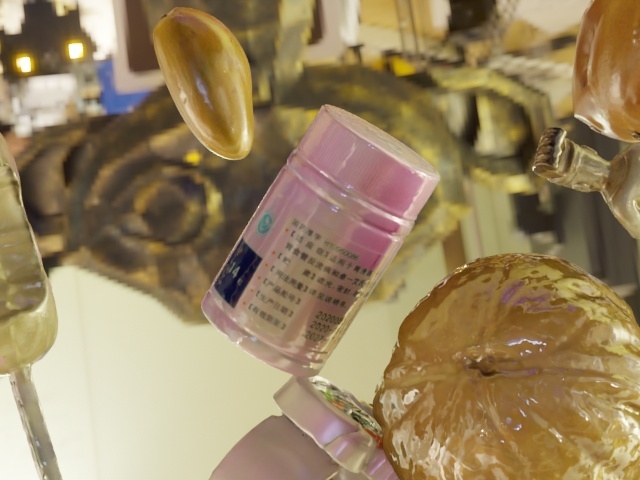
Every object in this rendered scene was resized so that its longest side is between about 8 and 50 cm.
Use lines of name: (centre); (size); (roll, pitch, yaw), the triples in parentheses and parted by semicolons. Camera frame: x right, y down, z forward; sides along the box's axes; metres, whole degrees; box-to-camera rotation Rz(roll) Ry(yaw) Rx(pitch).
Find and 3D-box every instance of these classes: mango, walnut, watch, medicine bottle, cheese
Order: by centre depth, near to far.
cheese: (-0.228, 0.053, 1.073); (0.082, 0.286, 0.163); (-19, 177, -15)
walnut: (0.205, 0.170, 1.475); (0.333, 0.332, 0.333); (-8, 169, -1)
medicine bottle: (0.000, 0.000, 1.573); (0.152, 0.254, 0.152); (30, -169, -6)
watch: (0.000, 0.287, 1.628); (0.196, 0.231, 0.244); (37, -176, 27)
mango: (0.380, -0.232, 1.732); (0.136, 0.236, 0.166); (2, 180, -6)
mango: (-0.165, -0.240, 2.271); (0.138, 0.253, 0.113); (-15, 168, -47)

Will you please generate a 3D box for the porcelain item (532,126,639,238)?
porcelain item: (0.264, -0.032, 1.187); (0.213, 0.084, 0.054); (20, 160, -11)
